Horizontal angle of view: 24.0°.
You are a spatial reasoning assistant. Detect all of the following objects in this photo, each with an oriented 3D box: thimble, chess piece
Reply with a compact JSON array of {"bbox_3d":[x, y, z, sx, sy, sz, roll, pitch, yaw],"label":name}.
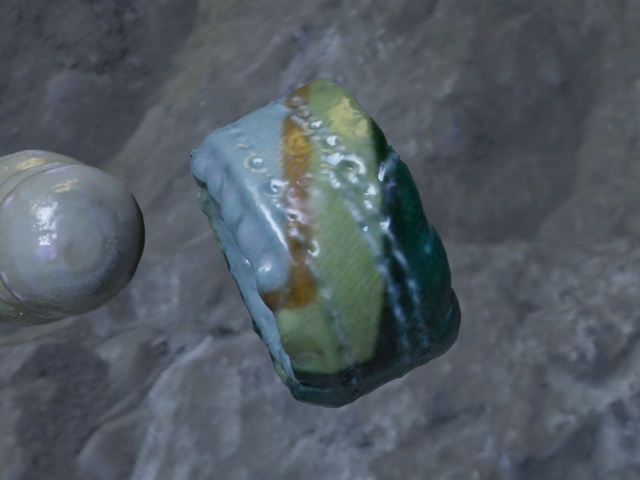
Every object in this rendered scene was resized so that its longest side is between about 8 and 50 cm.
[{"bbox_3d":[0.000,0.000,1.352,0.254,0.167,0.288,79,-15,-57],"label":"thimble"},{"bbox_3d":[-0.194,-0.005,1.079,0.142,0.261,0.143,0,89,-18],"label":"chess piece"}]
